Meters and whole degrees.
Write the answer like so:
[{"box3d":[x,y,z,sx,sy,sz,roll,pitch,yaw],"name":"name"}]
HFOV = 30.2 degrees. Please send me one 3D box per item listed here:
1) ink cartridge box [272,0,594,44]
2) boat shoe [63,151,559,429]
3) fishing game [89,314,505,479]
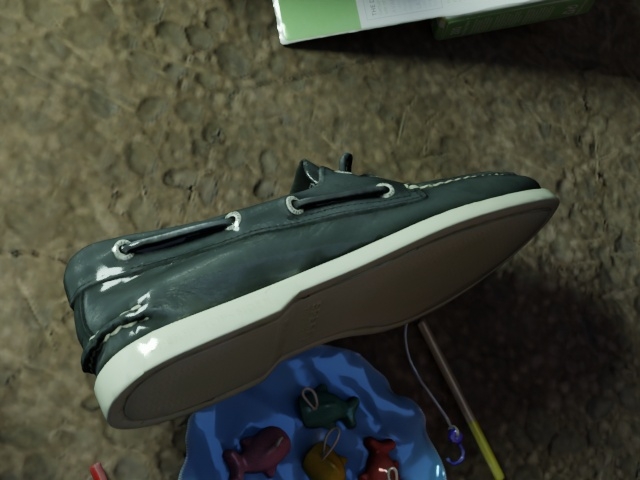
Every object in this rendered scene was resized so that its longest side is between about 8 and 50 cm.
[{"box3d":[0.071,-0.233,0.867,0.235,0.056,0.171,-11,81,-3],"name":"ink cartridge box"},{"box3d":[-0.001,0.003,0.738,0.340,0.127,0.113,-23,64,-25],"name":"boat shoe"},{"box3d":[0.001,0.156,0.743,0.264,0.041,0.189,-20,83,-28],"name":"fishing game"}]
